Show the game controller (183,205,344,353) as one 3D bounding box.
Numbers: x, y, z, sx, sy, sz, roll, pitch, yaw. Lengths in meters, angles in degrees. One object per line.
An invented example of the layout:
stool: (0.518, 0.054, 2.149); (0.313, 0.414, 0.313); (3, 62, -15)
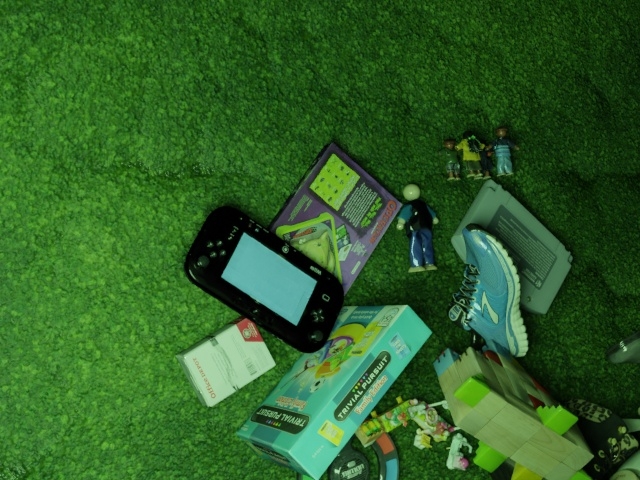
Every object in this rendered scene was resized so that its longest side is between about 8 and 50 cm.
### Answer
game controller: (-0.099, 0.074, 1.516); (0.319, 0.067, 0.166); (35, 72, -20)

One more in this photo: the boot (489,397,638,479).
boot: (0.585, 0.507, 1.732); (0.284, 0.377, 0.138); (-31, 131, -31)

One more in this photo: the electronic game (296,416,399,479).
electronic game: (0.058, 0.461, 1.619); (0.229, 0.048, 0.229); (2, 84, -26)

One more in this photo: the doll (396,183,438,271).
doll: (0.205, -0.028, 1.733); (0.129, 0.046, 0.189); (-3, 85, -42)

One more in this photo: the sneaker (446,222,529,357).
sneaker: (0.341, 0.122, 1.722); (0.147, 0.130, 0.330); (-17, 111, -5)

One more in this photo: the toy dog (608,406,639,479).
toy dog: (0.744, 0.526, 1.925); (0.334, 0.161, 0.220); (-36, 99, -40)

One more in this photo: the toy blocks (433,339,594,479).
toy blocks: (0.375, 0.319, 1.647); (0.381, 0.261, 0.190); (33, 110, -21)

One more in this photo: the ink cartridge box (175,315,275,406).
ink cartridge box: (-0.177, 0.223, 1.513); (0.150, 0.063, 0.109); (-30, 99, -25)

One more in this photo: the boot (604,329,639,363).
boot: (0.857, 0.313, 1.949); (0.338, 0.118, 0.222); (-6, 63, -25)

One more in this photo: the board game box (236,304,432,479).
board game box: (0.020, 0.265, 1.501); (0.079, 0.254, 0.336); (48, 67, -14)

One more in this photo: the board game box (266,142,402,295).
board game box: (0.000, 0.000, 1.633); (0.208, 0.056, 0.346); (39, 70, -14)

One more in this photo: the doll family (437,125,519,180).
doll family: (0.355, -0.196, 1.815); (0.193, 0.076, 0.111); (-3, 83, -32)

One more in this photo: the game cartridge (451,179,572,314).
game cartridge: (0.432, 0.027, 1.843); (0.294, 0.060, 0.196); (41, 66, -18)

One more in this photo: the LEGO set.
LEGO set: (0.208, 0.371, 1.647); (0.287, 0.107, 0.132); (24, 58, -30)
